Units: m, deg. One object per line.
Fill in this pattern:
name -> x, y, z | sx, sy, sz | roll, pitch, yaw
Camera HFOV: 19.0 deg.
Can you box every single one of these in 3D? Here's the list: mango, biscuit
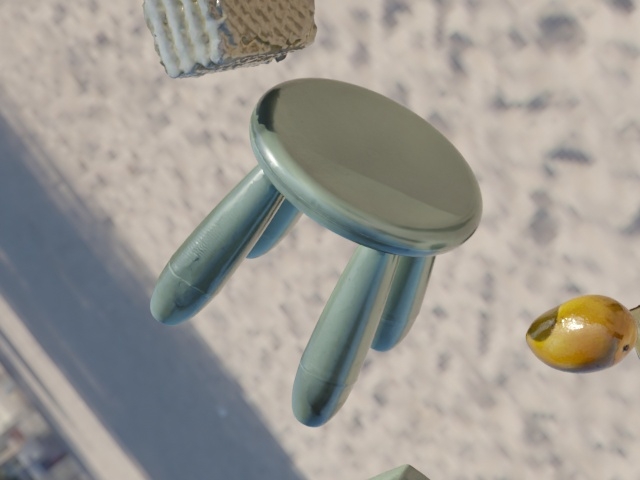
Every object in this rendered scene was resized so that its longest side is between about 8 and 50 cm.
mango -> 0.194, 0.071, 1.430 | 0.089, 0.060, 0.046 | -4, 164, 37
biscuit -> -0.115, -0.335, 1.430 | 0.078, 0.144, 0.426 | -16, 90, 34

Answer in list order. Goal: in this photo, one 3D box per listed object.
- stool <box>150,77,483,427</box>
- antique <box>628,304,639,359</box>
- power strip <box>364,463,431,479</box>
stool -> 0.000, 0.000, 1.512 | 0.195, 0.195, 0.198 | 37, 124, 7
antique -> 0.390, 0.112, 1.884 | 0.148, 0.147, 0.152 | 62, -173, -14
power strip -> 0.032, 0.215, 1.373 | 0.080, 0.029, 0.227 | 49, 139, -10
